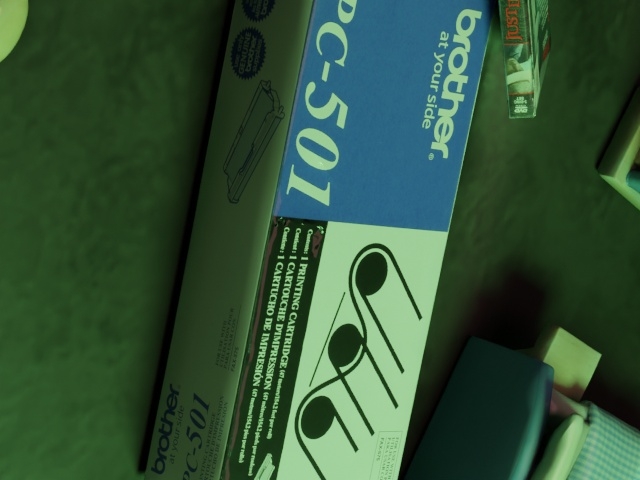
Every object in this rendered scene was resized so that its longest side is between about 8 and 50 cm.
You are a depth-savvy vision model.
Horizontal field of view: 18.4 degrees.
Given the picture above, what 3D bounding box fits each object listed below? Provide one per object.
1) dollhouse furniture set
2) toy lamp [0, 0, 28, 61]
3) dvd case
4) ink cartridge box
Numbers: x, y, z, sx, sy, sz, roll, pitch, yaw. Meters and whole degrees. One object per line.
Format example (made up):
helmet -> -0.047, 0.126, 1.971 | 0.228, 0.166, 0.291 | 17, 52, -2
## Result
dollhouse furniture set -> 0.210, 0.131, 0.878 | 0.286, 0.198, 0.303 | 34, 80, -42
toy lamp -> -0.111, -0.065, 0.614 | 0.080, 0.080, 0.275 | 30, 84, -43
dvd case -> 0.078, -0.118, 0.775 | 0.087, 0.013, 0.119 | -68, 152, -63
ink cartridge box -> 0.000, 0.000, 0.753 | 0.097, 0.046, 0.207 | 5, 99, -44
